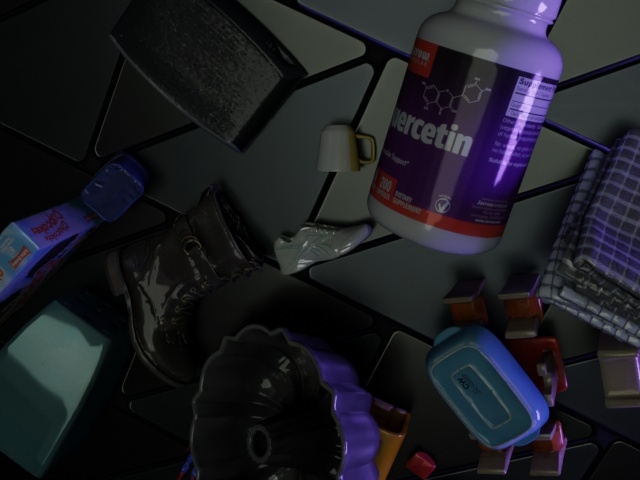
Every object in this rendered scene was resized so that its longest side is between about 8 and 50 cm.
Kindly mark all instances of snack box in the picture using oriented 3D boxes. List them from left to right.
[{"bbox_3d":[-0.482,0.073,1.172,0.322,0.187,0.060,-43,92,19],"label":"snack box"}]

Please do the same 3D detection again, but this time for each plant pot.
[{"bbox_3d":[-0.405,0.201,1.208,0.165,0.166,0.234,36,101,2],"label":"plant pot"}]

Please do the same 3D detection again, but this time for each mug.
[{"bbox_3d":[0.030,-0.128,1.081,0.062,0.078,0.064,5,98,45],"label":"mug"}]

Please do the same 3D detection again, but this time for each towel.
[{"bbox_3d":[0.436,0.015,0.937,0.283,0.121,0.235,27,71,6],"label":"towel"}]

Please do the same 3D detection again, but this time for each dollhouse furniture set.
[{"bbox_3d":[0.313,0.172,1.073,0.259,0.135,0.262,-8,103,26],"label":"dollhouse furniture set"}]

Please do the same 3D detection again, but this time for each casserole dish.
[{"bbox_3d":[0.216,0.199,1.027,0.114,0.037,0.188,-39,87,28],"label":"casserole dish"}]

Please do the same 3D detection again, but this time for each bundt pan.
[{"bbox_3d":[-0.042,0.282,1.104,0.331,0.124,0.331,-6,81,46],"label":"bundt pan"}]

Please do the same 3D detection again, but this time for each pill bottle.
[{"bbox_3d":[0.183,-0.156,0.966,0.181,0.181,0.323,18,107,8],"label":"pill bottle"}]

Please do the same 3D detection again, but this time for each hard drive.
[{"bbox_3d":[-0.166,-0.257,1.084,0.254,0.054,0.172,42,109,-1],"label":"hard drive"}]

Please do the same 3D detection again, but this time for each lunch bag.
[{"bbox_3d":[-0.305,-0.080,1.158,0.098,0.065,0.067,-39,109,18],"label":"lunch bag"}]

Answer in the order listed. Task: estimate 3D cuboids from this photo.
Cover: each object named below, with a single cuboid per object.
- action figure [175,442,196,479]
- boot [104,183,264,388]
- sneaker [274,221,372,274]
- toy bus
[{"bbox_3d":[-0.201,0.348,1.265,0.038,0.030,0.115,26,104,-1],"label":"action figure"},{"bbox_3d":[-0.184,0.074,1.156,0.229,0.091,0.263,-24,96,18],"label":"boot"},{"bbox_3d":[0.000,0.000,1.116,0.152,0.054,0.061,-20,96,17],"label":"sneaker"},{"bbox_3d":[0.057,0.333,1.163,0.191,0.104,0.202,-23,98,17],"label":"toy bus"}]
